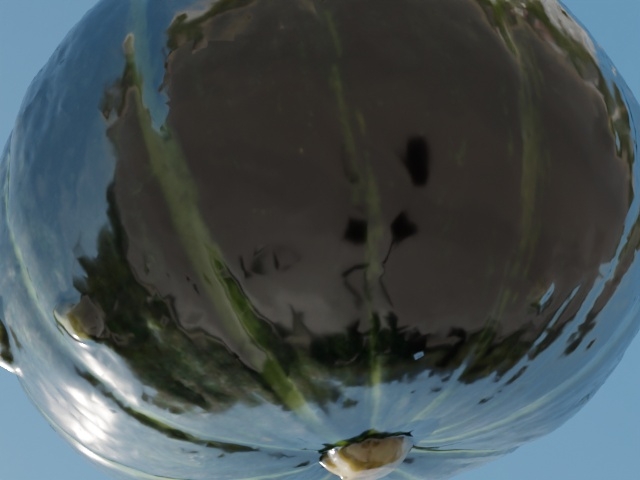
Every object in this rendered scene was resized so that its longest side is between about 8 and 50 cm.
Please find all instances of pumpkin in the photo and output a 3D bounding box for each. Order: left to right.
[{"bbox_3d":[0.000,0.000,0.752,0.323,0.323,0.241,2,-129,-25],"label":"pumpkin"}]
